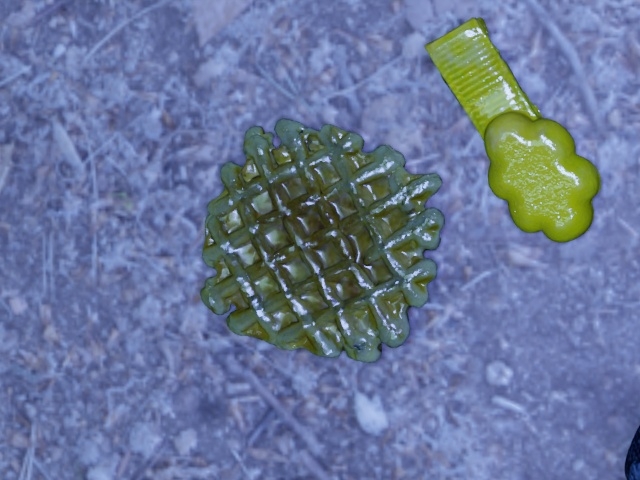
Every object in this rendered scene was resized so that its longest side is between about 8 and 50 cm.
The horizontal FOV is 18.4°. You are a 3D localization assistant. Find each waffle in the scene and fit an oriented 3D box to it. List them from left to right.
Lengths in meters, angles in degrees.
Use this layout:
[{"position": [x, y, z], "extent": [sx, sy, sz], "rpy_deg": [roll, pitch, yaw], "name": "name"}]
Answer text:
[{"position": [0.000, 0.000, 1.452], "extent": [0.183, 0.036, 0.169], "rpy_deg": [14, 94, 15], "name": "waffle"}]

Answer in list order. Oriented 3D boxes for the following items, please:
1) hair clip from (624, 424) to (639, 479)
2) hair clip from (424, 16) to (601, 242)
[{"position": [0.319, 0.175, 1.289], "extent": [0.310, 0.194, 0.206], "rpy_deg": [-3, 97, 15], "name": "hair clip"}, {"position": [0.140, -0.077, 1.404], "extent": [0.072, 0.046, 0.173], "rpy_deg": [-30, 85, 19], "name": "hair clip"}]
